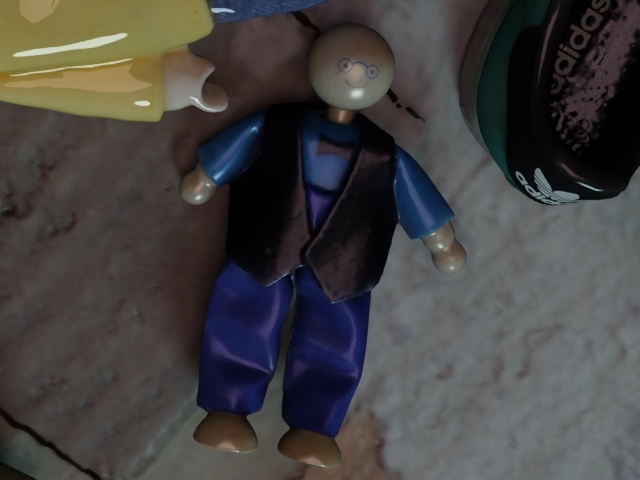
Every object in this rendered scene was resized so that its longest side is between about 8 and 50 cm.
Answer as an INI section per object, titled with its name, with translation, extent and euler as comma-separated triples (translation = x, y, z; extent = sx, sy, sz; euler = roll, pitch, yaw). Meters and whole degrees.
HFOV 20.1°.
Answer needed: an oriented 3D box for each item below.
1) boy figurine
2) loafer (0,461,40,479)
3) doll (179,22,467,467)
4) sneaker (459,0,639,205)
[boy figurine]
translation = -0.094, -0.119, 0.698
extent = 0.285, 0.092, 0.177
euler = -14, 124, -5
[loafer]
translation = -0.166, 0.206, 0.790
extent = 0.087, 0.094, 0.251
euler = 7, 106, -7
[doll]
translation = 0.000, 0.000, 0.778
extent = 0.129, 0.046, 0.189
euler = 10, 99, -2
[sneaker]
translation = 0.157, -0.148, 0.717
extent = 0.108, 0.121, 0.302
euler = 20, 103, -15
